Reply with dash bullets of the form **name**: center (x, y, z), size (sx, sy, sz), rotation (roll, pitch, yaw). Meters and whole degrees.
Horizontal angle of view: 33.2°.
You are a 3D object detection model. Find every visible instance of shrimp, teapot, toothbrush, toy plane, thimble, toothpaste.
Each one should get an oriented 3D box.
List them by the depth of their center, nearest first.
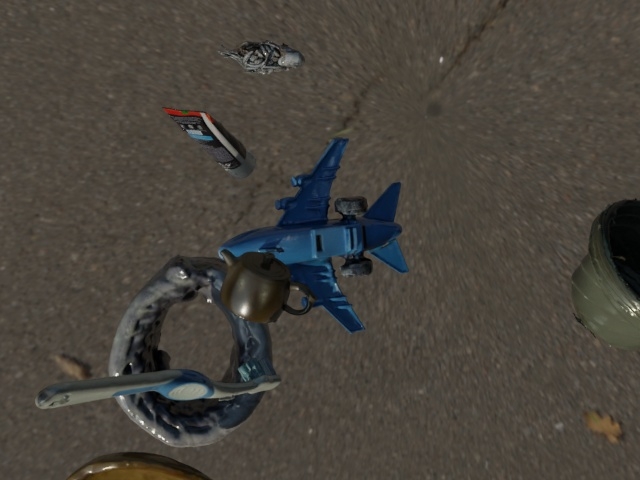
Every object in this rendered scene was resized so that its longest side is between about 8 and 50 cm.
- **toothbrush**: center (-0.134, 0.140, 1.021), size (0.040, 0.386, 0.040), rotation (-1, 87, 25)
- **teapot**: center (-0.061, 0.047, 1.200), size (0.121, 0.076, 0.068), rotation (23, 113, 1)
- **toy plane**: center (0.000, 0.000, 1.352), size (0.271, 0.105, 0.254), rotation (-9, 96, -38)
- **thimble**: center (-0.173, 0.143, 1.459), size (0.217, 0.157, 0.246), rotation (4, 95, -6)
- **toothpaste**: center (-0.148, -0.144, 1.525), size (0.071, 0.193, 0.045), rotation (9, 73, 26)
- **shrimp**: center (-0.106, -0.322, 1.888), size (0.165, 0.065, 0.057), rotation (5, 87, 8)

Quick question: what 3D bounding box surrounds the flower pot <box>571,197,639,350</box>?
- **flower pot**: center (0.453, 0.068, 1.537), size (0.235, 0.235, 0.140), rotation (40, 132, 0)

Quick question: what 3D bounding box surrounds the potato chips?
- **potato chips**: center (-0.202, 0.306, 1.255), size (0.208, 0.062, 0.195), rotation (8, 125, -15)
